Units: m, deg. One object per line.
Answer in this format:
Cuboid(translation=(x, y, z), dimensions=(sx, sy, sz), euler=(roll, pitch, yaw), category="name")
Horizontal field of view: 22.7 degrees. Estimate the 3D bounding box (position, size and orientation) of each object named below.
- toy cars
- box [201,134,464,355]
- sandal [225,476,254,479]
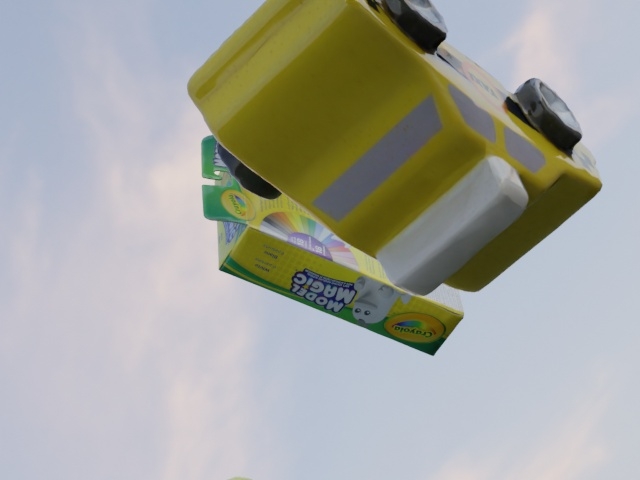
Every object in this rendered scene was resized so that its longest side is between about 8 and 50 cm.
Cuboid(translation=(0.039, -0.098, 0.565), dimensions=(0.176, 0.087, 0.394), euler=(-14, -43, -10), category="toy cars")
Cuboid(translation=(0.000, 0.000, 1.007), dimensions=(0.179, 0.105, 0.043), euler=(25, -61, -20), category="box")
Cuboid(translation=(-0.039, 0.278, 0.735), dimensions=(0.126, 0.138, 0.317), euler=(-55, -15, -82), category="sandal")
